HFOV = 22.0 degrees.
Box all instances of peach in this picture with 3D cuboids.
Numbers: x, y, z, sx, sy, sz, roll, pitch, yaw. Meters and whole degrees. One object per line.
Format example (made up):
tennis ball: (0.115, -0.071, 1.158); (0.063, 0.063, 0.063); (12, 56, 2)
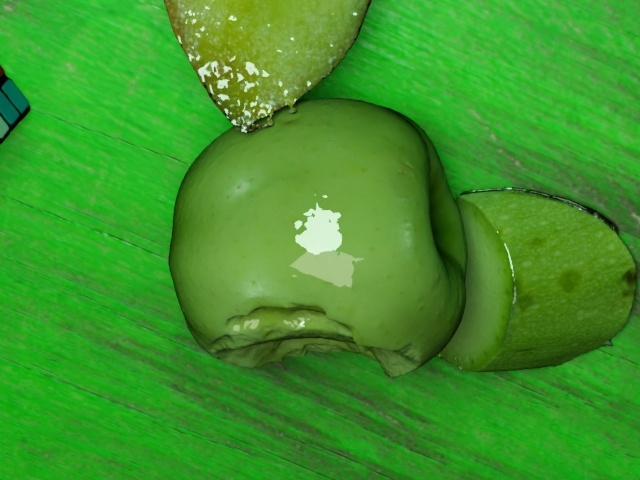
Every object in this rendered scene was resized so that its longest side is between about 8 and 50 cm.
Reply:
peach: (-0.048, -0.220, 1.426); (0.189, 0.068, 0.279); (10, 79, -2)

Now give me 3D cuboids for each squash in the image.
squash: (0.208, 0.054, 1.550); (0.184, 0.085, 0.191); (5, 114, 3)

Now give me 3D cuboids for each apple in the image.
apple: (0.000, 0.000, 1.454); (0.279, 0.279, 0.279); (1, 112, 4)

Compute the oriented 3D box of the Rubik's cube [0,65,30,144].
Rubik's cube: (-0.382, -0.118, 1.489); (0.155, 0.151, 0.154); (-33, 105, 17)
